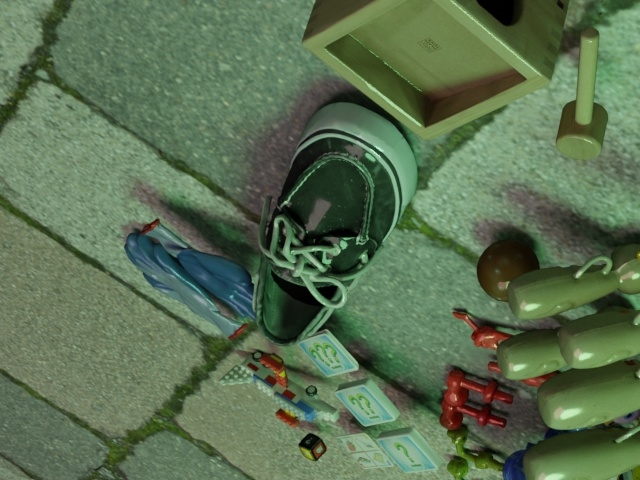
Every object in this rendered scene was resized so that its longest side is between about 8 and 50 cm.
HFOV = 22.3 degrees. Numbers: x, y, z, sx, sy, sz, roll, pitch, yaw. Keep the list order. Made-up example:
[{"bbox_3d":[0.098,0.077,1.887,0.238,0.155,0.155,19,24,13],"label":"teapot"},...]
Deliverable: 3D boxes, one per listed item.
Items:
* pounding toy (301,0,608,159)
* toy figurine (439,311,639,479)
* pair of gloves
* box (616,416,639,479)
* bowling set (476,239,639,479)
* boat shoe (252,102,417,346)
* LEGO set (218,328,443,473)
[{"bbox_3d":[0.129,-0.145,1.137,0.206,0.094,0.181,35,144,-27],"label":"pounding toy"},{"bbox_3d":[0.169,0.265,1.551,0.191,0.217,0.362,20,146,15],"label":"toy figurine"},{"bbox_3d":[-0.120,0.037,1.611,0.159,0.023,0.198,38,159,-8],"label":"pair of gloves"},{"bbox_3d":[0.290,0.225,1.444,0.054,0.169,0.059,18,146,17],"label":"box"},{"bbox_3d":[0.230,0.062,1.330,0.154,0.200,0.287,-14,151,-11],"label":"bowling set"},{"bbox_3d":[-0.004,-0.002,1.419,0.113,0.105,0.306,30,148,-1],"label":"boat shoe"},{"bbox_3d":[0.002,0.186,1.685,0.182,0.060,0.244,49,155,-9],"label":"LEGO set"}]
